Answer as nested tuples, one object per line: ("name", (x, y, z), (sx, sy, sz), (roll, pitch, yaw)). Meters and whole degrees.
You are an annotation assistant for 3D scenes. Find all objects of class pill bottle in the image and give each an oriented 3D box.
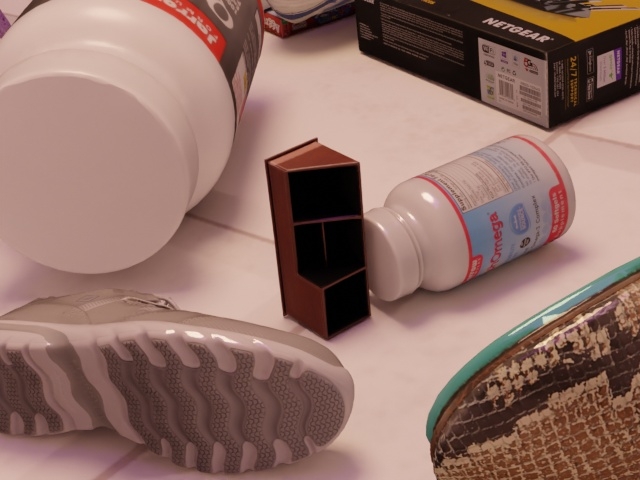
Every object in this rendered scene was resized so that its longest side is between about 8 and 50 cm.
("pill bottle", (-0.168, -0.135, 1.056), (0.210, 0.210, 0.363), (-4, 30, 6))
("pill bottle", (0.104, -0.015, 0.905), (0.160, 0.087, 0.087), (-24, 33, -26))

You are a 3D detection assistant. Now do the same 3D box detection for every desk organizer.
("desk organizer", (0.000, 0.000, 0.860), (0.047, 0.130, 0.050), (-26, 36, -30))

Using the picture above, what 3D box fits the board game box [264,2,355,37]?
("board game box", (0.032, -0.319, 1.520), (0.281, 0.027, 0.145), (-23, 35, -25))

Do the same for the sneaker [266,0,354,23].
("sneaker", (0.065, -0.342, 1.367), (0.296, 0.112, 0.131), (-23, -14, -4))

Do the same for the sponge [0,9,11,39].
("sponge", (-0.479, -0.247, 1.438), (0.210, 0.031, 0.117), (-8, -13, 0))

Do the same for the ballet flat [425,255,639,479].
("ballet flat", (0.289, 0.052, 0.701), (0.483, 0.164, 0.182), (-25, 54, -31))

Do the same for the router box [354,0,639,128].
("router box", (0.219, -0.229, 1.263), (0.243, 0.081, 0.309), (-23, 33, -26))

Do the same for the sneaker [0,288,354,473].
("sneaker", (-0.105, 0.068, 0.788), (0.281, 0.105, 0.115), (6, 32, 23))

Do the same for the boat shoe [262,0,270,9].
("boat shoe", (-0.170, -0.280, 1.394), (0.306, 0.105, 0.113), (-26, 35, -13))
